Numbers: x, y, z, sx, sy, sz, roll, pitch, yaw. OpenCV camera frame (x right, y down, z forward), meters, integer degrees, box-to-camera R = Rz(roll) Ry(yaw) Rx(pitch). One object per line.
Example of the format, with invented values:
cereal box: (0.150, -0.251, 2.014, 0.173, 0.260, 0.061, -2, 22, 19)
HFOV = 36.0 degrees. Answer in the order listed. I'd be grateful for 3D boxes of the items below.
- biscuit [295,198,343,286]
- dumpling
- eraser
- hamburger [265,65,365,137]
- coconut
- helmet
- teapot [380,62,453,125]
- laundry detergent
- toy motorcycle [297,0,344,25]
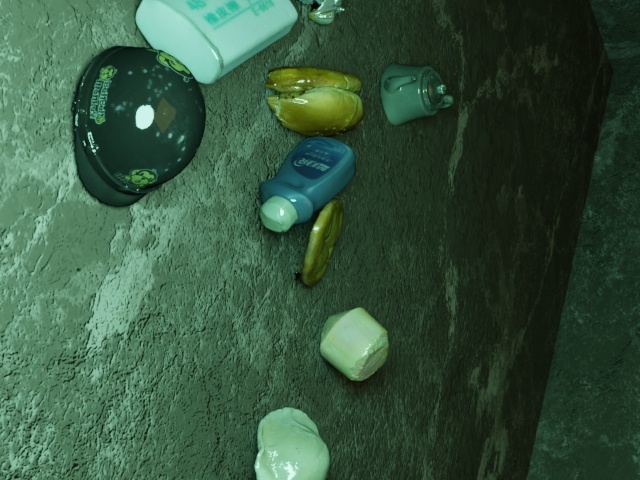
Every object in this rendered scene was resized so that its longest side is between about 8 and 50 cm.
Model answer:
biscuit: (0.005, 0.003, 2.125, 0.203, 0.041, 0.260, -63, 170, -10)
dumpling: (-0.068, 0.440, 2.020, 0.179, 0.131, 0.252, 39, 43, -24)
eraser: (-0.187, -0.410, 1.816, 0.189, 0.104, 0.290, 37, 41, 5)
hamburger: (0.006, -0.299, 2.123, 0.283, 0.156, 0.144, -1, 90, -60)
coconut: (0.070, 0.228, 2.222, 0.147, 0.152, 0.147, -37, 150, -25)
helmet: (-0.286, -0.197, 1.656, 0.230, 0.160, 0.279, 32, 61, -55)
teapot: (0.260, -0.381, 2.535, 0.239, 0.149, 0.163, 19, 72, -56)
laundry detergent: (-0.041, -0.113, 2.050, 0.290, 0.143, 0.094, -49, 151, -47)
toy motorcycle: (0.035, -0.569, 2.222, 0.229, 0.094, 0.130, -33, 118, -28)
